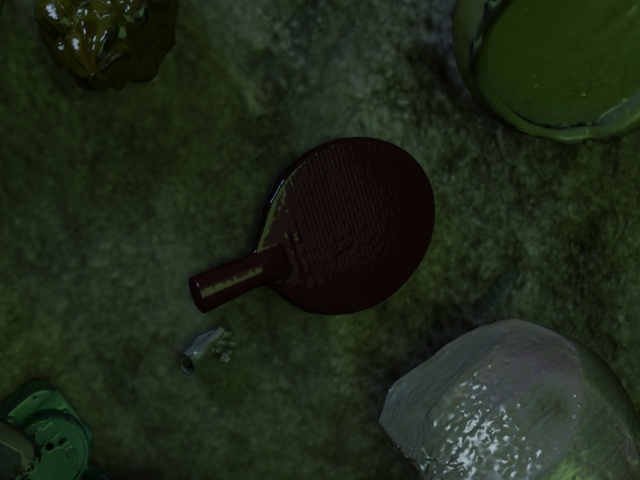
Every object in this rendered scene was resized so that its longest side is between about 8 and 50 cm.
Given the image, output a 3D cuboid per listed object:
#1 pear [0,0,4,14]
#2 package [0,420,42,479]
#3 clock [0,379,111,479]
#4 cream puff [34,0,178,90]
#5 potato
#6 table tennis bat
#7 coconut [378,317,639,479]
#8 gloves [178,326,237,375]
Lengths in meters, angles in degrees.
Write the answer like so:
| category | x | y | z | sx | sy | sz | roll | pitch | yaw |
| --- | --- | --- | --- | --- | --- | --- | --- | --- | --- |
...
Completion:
| category | x | y | z | sx | sy | sz | roll | pitch | yaw |
| --- | --- | --- | --- | --- | --- | --- | --- | --- | --- |
| pear | -0.435 | -0.203 | 0.727 | 0.288 | 0.139 | 0.239 | 29 | 108 | -35 |
| package | -0.407 | 0.209 | 0.842 | 0.269 | 0.071 | 0.194 | -26 | 100 | 3 |
| clock | -0.276 | 0.214 | 0.921 | 0.101 | 0.041 | 0.135 | -44 | 115 | -12 |
| cream puff | -0.194 | -0.208 | 0.846 | 0.146 | 0.116 | 0.146 | -5 | 103 | -22 |
| potato | 0.256 | -0.271 | 1.025 | 0.280 | 0.213 | 0.330 | -43 | 125 | 6 |
| table tennis bat | 0.000 | 0.000 | 1.018 | 0.310 | 0.038 | 0.200 | -24 | 109 | -21 |
| coconut | 0.234 | 0.237 | 1.039 | 0.254 | 0.297 | 0.297 | -34 | 112 | -4 |
| gloves | -0.124 | 0.119 | 0.978 | 0.081 | 0.037 | 0.044 | -17 | 143 | -38 |
